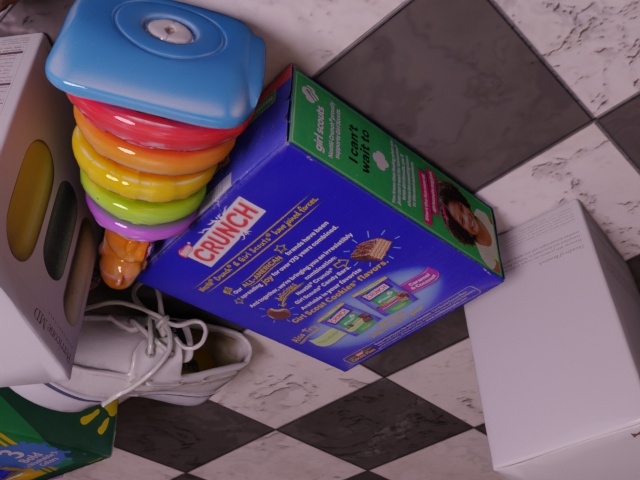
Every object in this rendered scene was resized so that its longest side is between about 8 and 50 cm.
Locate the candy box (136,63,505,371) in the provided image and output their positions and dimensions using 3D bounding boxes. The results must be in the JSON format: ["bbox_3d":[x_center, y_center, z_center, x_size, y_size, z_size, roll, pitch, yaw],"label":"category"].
[{"bbox_3d":[0.000,0.000,0.836,0.317,0.122,0.268,29,132,-32],"label":"candy box"}]

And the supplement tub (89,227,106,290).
[{"bbox_3d":[-0.324,0.022,0.861,0.197,0.106,0.106,-17,137,16],"label":"supplement tub"}]

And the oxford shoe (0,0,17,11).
[{"bbox_3d":[-0.227,-0.269,0.555,0.076,0.076,0.212,39,133,-4],"label":"oxford shoe"}]

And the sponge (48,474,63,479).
[{"bbox_3d":[-0.593,0.426,1.374,0.210,0.031,0.117,-20,136,20],"label":"sponge"}]

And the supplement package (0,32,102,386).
[{"bbox_3d":[-0.335,-0.023,0.687,0.198,0.263,0.199,-6,140,5],"label":"supplement package"}]

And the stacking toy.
[{"bbox_3d":[-0.164,-0.061,0.689,0.165,0.175,0.302,12,129,-13],"label":"stacking toy"}]

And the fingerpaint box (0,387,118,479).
[{"bbox_3d":[-0.556,0.232,0.998,0.444,0.163,0.371,-26,141,31],"label":"fingerpaint box"}]

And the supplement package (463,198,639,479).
[{"bbox_3d":[0.292,0.137,0.874,0.175,0.293,0.177,-28,132,27],"label":"supplement package"}]

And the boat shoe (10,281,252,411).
[{"bbox_3d":[-0.210,0.132,0.932,0.156,0.136,0.367,-35,148,22],"label":"boat shoe"}]
